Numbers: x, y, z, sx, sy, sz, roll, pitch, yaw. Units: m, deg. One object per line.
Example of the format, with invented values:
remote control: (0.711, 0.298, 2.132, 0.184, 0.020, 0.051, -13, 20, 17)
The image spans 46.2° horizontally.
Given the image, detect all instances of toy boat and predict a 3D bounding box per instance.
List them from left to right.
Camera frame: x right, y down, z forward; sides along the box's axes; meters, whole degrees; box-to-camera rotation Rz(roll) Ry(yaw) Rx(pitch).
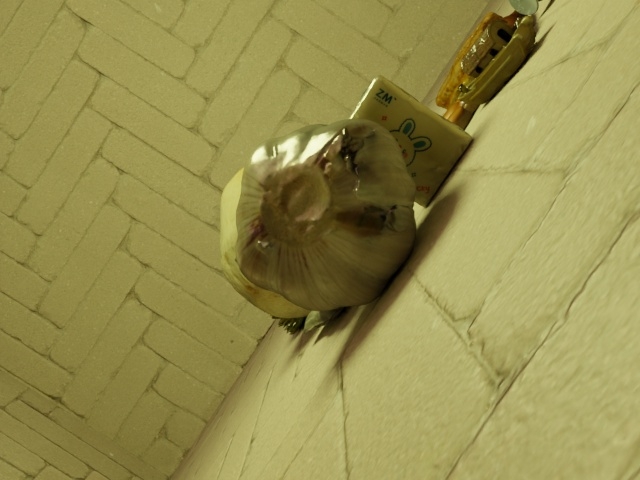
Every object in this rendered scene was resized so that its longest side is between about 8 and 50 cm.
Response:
toy boat: (0.295, -0.311, 1.305, 0.068, 0.088, 0.226, -58, 3, -24)

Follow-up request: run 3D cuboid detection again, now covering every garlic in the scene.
garlic: (0.006, -0.038, 1.169, 0.322, 0.241, 0.321, -27, 46, 33)

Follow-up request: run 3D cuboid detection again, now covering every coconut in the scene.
coconut: (-0.059, -0.035, 1.799, 0.415, 0.345, 0.415, -40, 38, 40)

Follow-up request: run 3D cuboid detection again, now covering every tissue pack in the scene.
tissue pack: (0.137, -0.171, 1.284, 0.148, 0.196, 0.092, -56, 2, 8)

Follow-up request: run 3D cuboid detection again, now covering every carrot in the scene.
carrot: (0.373, -0.409, 1.451, 0.069, 0.069, 0.336, -55, -2, 31)

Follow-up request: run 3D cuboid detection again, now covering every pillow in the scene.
pillow: (0.023, 0.129, 1.498, 0.130, 0.038, 0.233, -49, 2, -18)

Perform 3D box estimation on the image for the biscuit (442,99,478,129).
biscuit: (0.256, -0.232, 1.507, 0.170, 0.050, 0.170, -57, 3, 4)

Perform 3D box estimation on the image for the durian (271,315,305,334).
durian: (-0.070, 0.133, 2.144, 0.198, 0.163, 0.394, -53, -3, 18)

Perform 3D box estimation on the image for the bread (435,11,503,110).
bread: (0.337, -0.388, 1.675, 0.139, 0.077, 0.271, -61, 2, -20)

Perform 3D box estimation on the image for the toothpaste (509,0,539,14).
toothpaste: (0.471, -0.557, 1.448, 0.299, 0.073, 0.114, -50, -1, -15)
